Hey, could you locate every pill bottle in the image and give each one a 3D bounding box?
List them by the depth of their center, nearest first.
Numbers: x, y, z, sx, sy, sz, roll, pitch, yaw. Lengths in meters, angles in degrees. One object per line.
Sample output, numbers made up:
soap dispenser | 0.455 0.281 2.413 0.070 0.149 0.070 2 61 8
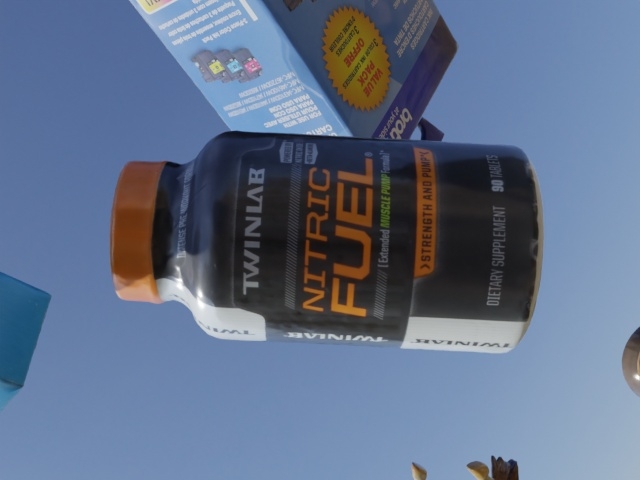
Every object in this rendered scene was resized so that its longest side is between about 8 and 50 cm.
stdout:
pill bottle | 0.000 0.000 0.493 0.130 0.246 0.130 -178 90 -89

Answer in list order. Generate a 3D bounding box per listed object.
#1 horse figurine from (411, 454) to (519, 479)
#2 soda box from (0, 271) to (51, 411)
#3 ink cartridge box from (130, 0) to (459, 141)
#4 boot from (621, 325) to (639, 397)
horse figurine | 0.065 0.271 0.640 0.263 0.066 0.174 -18 -73 -16
soda box | -0.262 0.029 0.428 0.210 0.071 0.067 29 -54 -25
ink cartridge box | -0.002 -0.229 0.876 0.395 0.151 0.270 53 -132 -30
boot | 0.449 0.063 0.801 0.305 0.115 0.112 -37 -78 -19
